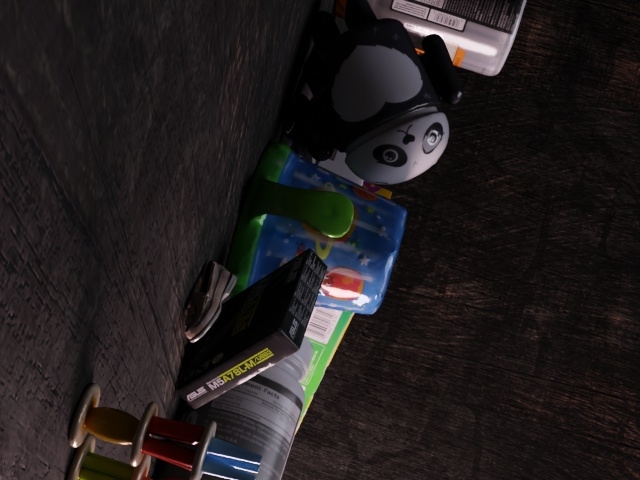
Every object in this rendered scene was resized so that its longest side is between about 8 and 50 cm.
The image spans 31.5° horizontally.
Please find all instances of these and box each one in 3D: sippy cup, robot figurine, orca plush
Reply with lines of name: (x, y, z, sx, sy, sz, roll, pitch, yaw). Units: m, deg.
sippy cup: (0.000, 0.000, 1.651, 0.305, 0.224, 0.240, -69, 176, -68)
robot figurine: (0.080, -0.220, 1.692, 0.209, 0.278, 0.173, -28, 173, 37)
orca plush: (0.006, -0.195, 1.833, 0.151, 0.102, 0.287, 104, 4, -56)

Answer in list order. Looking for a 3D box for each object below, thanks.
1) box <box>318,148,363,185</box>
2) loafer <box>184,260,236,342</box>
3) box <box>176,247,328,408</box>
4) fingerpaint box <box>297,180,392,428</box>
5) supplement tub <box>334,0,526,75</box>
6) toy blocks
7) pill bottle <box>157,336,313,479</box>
box: (-0.017, -0.047, 1.930, 0.182, 0.119, 0.181, 123, -13, -61)
loafer: (-0.136, 0.070, 1.323, 0.045, 0.039, 0.125, -35, -163, 31)
box: (-0.086, 0.112, 1.472, 0.184, 0.045, 0.191, -34, -161, 30)
fingerpaint box: (-0.033, 0.134, 2.301, 0.371, 0.163, 0.445, -70, -178, -50)
supplement tub: (0.195, -0.425, 2.015, 0.193, 0.315, 0.194, 18, 90, -87)
toy blocks: (-0.125, 0.183, 0.915, 0.054, 0.148, 0.123, -70, 176, -47)
pill bottle: (-0.115, 0.259, 1.586, 0.161, 0.161, 0.283, 103, 5, -63)
